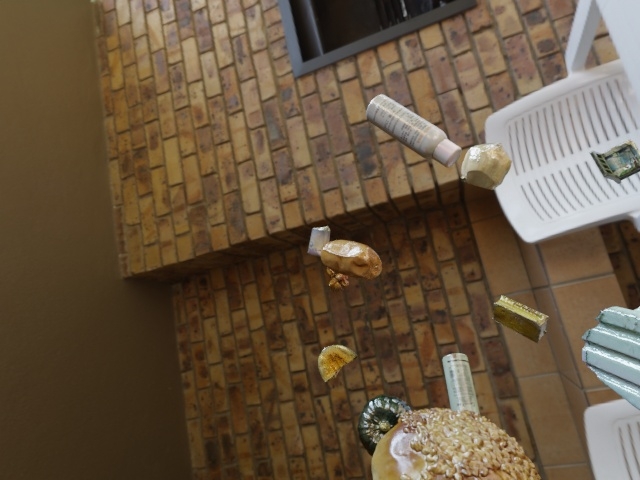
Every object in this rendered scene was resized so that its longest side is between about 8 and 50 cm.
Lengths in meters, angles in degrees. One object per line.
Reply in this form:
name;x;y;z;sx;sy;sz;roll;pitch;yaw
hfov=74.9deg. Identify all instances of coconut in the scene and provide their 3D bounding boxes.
coconut;0.672;-0.307;1.680;0.194;0.194;0.194;-15;-90;-74

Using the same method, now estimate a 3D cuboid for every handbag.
handbag;0.000;0.000;2.279;0.095;0.117;0.173;6;-86;-51

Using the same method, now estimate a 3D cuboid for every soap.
soap;0.934;0.368;1.962;0.076;0.233;0.135;-38;-47;-27
soap;0.868;0.305;1.012;0.446;0.156;0.261;-166;68;-78

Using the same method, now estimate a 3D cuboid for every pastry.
pastry;0.334;0.585;1.050;0.409;0.409;0.245;-46;-41;-71

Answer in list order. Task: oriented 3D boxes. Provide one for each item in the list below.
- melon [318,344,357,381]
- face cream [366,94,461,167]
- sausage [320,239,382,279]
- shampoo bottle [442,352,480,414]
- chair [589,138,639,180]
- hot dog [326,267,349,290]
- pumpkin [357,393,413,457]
melon;0.053;0.461;1.633;0.128;0.160;0.079;54;175;-8
face cream;0.236;-0.276;1.064;0.269;0.082;0.082;43;-177;25
sausage;0.106;0.068;1.488;0.120;0.241;0.136;-46;-49;-29
shampoo bottle;0.459;0.504;1.350;0.085;0.085;0.262;54;-152;-50
chair;1.309;-0.350;1.819;0.270;0.147;0.136;4;-119;-45
hot dog;0.100;0.208;2.339;0.349;0.117;0.158;77;-178;-81
pumpkin;0.226;0.631;1.410;0.152;0.211;0.212;28;-133;-49
